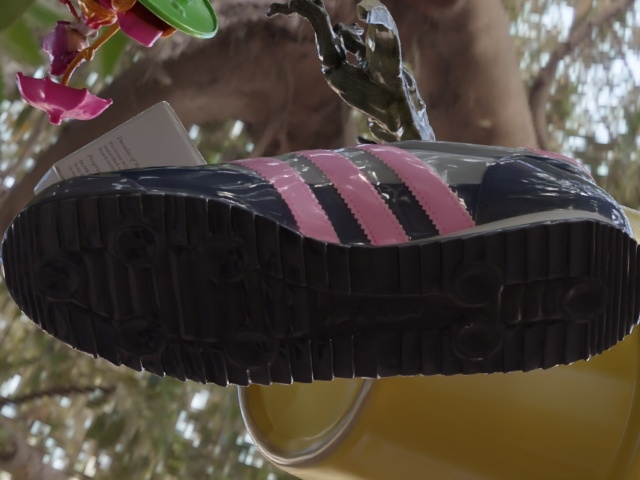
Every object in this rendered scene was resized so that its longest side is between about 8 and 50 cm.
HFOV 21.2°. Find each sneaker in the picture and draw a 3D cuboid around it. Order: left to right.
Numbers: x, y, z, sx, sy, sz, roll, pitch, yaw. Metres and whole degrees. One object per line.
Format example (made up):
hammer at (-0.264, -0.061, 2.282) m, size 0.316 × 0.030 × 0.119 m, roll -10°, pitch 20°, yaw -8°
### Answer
sneaker at (0.000, 0.000, 0.880) m, size 0.319 × 0.131 × 0.112 m, roll 4°, pitch -61°, yaw -8°

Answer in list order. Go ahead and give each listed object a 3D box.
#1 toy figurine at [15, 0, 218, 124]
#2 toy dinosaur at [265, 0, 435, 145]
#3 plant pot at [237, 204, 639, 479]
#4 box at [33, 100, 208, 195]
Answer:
toy figurine at (-0.190, -0.175, 1.410) m, size 0.159 × 0.173 × 0.130 m, roll -44°, pitch -46°, yaw 20°
toy dinosaur at (0.029, -0.114, 1.143) m, size 0.064 × 0.118 × 0.268 m, roll -37°, pitch -29°, yaw -8°
plant pot at (0.090, 0.081, 1.050) m, size 0.239 × 0.254 × 0.254 m, roll 15°, pitch -48°, yaw -32°
box at (-0.119, -0.021, 1.113) m, size 0.102 × 0.087 × 0.101 m, roll 57°, pitch -19°, yaw -3°
